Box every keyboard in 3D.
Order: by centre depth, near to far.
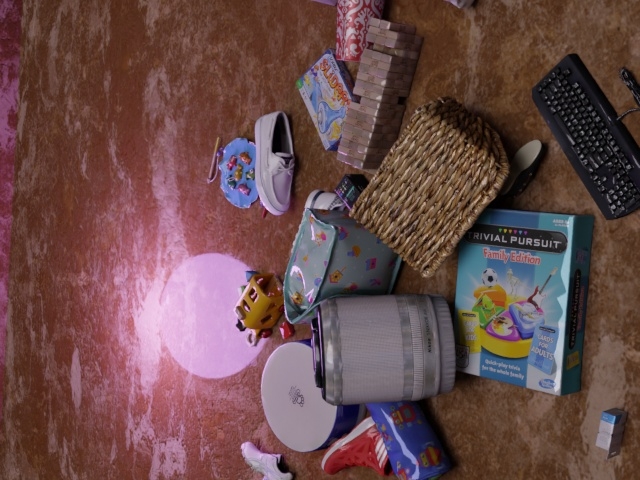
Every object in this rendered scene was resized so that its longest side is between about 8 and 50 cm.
[{"bbox_3d":[0.523,-0.210,1.646,0.201,0.033,0.317,-43,63,37],"label":"keyboard"}]

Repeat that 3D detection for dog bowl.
[{"bbox_3d":[-0.019,0.366,2.150,0.265,0.104,0.265,2,92,45],"label":"dog bowl"}]

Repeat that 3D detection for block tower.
[{"bbox_3d":[0.129,-0.312,1.994,0.091,0.097,0.335,27,111,42],"label":"block tower"}]

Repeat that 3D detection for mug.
[{"bbox_3d":[0.090,-0.491,2.042,0.113,0.150,0.169,6,102,8],"label":"mug"}]

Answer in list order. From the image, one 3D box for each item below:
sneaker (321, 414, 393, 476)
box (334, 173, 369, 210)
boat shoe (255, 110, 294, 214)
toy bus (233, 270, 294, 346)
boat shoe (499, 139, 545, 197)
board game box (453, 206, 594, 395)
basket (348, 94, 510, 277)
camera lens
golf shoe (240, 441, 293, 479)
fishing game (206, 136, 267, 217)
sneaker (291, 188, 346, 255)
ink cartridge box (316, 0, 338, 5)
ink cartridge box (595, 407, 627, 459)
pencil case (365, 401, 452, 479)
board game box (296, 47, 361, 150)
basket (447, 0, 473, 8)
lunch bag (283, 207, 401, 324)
[{"bbox_3d":[0.093,0.503,2.056,0.221,0.087,0.128,-53,55,33],"label":"sneaker"},{"bbox_3d":[0.085,-0.107,2.064,0.083,0.062,0.052,54,127,30],"label":"box"},{"bbox_3d":[-0.107,-0.195,2.233,0.084,0.095,0.258,-18,80,48],"label":"boat shoe"},{"bbox_3d":[-0.167,0.177,2.294,0.191,0.104,0.202,-4,88,45],"label":"toy bus"},{"bbox_3d":[0.397,-0.140,1.768,0.133,0.042,0.049,-58,33,29],"label":"boat shoe"},{"bbox_3d":[0.385,0.108,1.757,0.254,0.079,0.336,7,96,45],"label":"board game box"},{"bbox_3d":[0.243,-0.111,1.821,0.223,0.213,0.299,39,119,12],"label":"basket"},{"bbox_3d":[0.122,0.221,1.844,0.219,0.274,0.219,177,90,-87],"label":"camera lens"},{"bbox_3d":[-0.131,0.568,2.311,0.086,0.069,0.176,-51,58,9],"label":"golf shoe"},{"bbox_3d":[-0.214,-0.178,2.380,0.264,0.041,0.189,37,118,38],"label":"fishing game"},{"bbox_3d":[0.000,0.000,2.142,0.095,0.090,0.235,21,107,33],"label":"sneaker"},{"bbox_3d":[-0.050,-0.714,2.090,0.270,0.198,0.197,54,125,30],"label":"ink cartridge box"},{"bbox_3d":[0.527,0.350,1.641,0.028,0.048,0.083,17,103,44],"label":"ink cartridge box"},{"bbox_3d":[0.168,0.395,1.955,0.306,0.119,0.133,63,160,23],"label":"pencil case"},{"bbox_3d":[0.028,-0.332,2.135,0.136,0.035,0.201,-41,63,38],"label":"board game box"},{"bbox_3d":[0.174,-0.675,1.786,0.328,0.331,0.266,47,116,34],"label":"basket"},{"bbox_3d":[0.050,0.072,1.989,0.160,0.223,0.262,34,115,47],"label":"lunch bag"}]
